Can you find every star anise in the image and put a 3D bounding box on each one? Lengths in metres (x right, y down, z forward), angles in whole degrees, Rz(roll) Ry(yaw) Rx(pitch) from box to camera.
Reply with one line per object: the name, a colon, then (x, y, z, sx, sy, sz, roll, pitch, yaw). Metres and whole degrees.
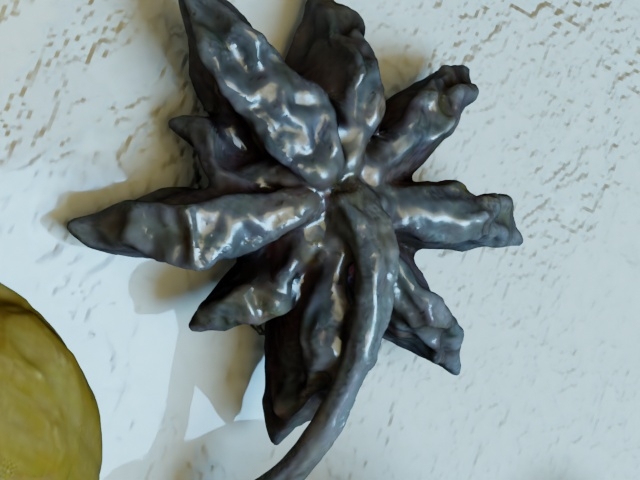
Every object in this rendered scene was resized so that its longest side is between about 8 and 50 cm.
star anise: (0.000, 0.001, 0.626, 0.209, 0.089, 0.231, -12, 89, -21)

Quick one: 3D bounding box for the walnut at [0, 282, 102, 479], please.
walnut: (-0.172, 0.085, 0.537, 0.211, 0.087, 0.167, 20, 88, -29)
